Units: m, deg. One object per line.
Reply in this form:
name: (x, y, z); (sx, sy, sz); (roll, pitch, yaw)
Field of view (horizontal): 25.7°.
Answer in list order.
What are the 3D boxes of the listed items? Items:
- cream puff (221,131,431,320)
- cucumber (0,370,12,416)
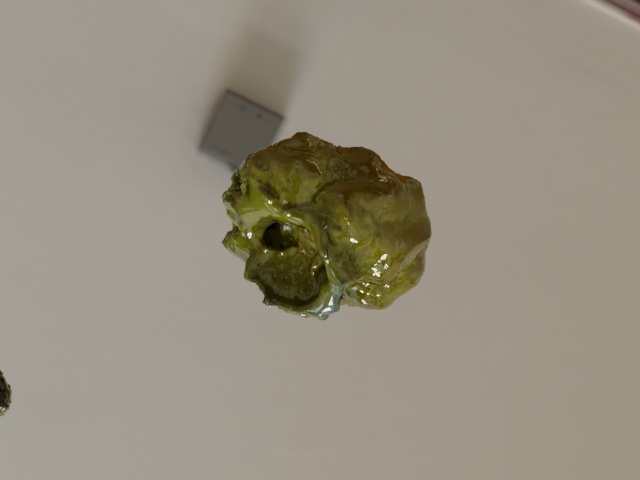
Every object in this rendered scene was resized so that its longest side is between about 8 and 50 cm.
cream puff: (-0.002, -0.001, 1.680); (0.282, 0.281, 0.185); (128, -16, -70)
cucumber: (-0.390, 0.145, 1.545); (0.227, 0.069, 0.069); (29, -87, 53)
